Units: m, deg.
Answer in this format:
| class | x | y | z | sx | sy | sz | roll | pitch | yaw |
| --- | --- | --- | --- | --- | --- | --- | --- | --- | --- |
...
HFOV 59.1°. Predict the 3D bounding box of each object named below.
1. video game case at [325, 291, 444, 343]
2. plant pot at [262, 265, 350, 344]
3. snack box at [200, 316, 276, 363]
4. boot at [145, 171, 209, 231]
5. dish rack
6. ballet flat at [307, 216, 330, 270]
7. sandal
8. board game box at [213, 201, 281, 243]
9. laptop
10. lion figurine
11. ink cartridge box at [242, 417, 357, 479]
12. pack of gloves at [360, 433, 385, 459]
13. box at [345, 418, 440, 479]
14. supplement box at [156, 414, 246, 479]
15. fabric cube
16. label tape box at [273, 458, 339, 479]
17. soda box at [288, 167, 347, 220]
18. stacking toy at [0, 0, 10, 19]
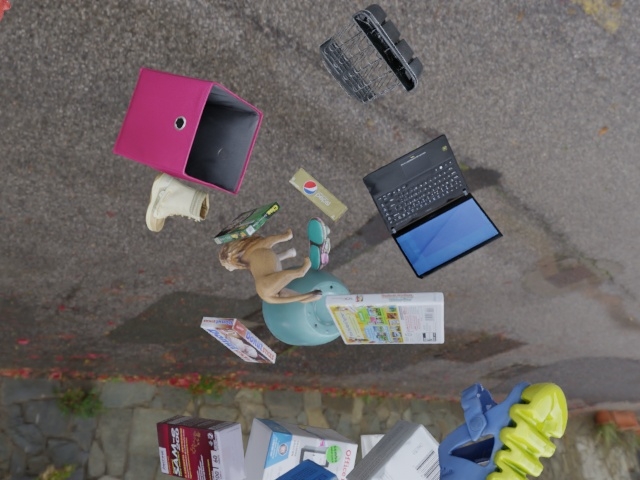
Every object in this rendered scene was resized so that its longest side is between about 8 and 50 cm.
| class | x | y | z | sx | sy | sz | roll | pitch | yaw |
| --- | --- | --- | --- | --- | --- | --- | --- | --- | --- |
| video game case | 0.131 | 0.153 | 1.082 | 0.207 | 0.026 | 0.227 | -3 | 152 | 11 |
| plant pot | -0.024 | 0.232 | 1.966 | 0.293 | 0.292 | 0.235 | 10 | 173 | -26 |
| snack box | -0.144 | 0.182 | 1.018 | 0.064 | 0.022 | 0.178 | 0 | 150 | 22 |
| boot | -0.520 | -0.107 | 2.063 | 0.204 | 0.095 | 0.261 | 23 | 125 | 0 |
| dish rack | 0.102 | -0.419 | 1.332 | 0.208 | 0.074 | 0.272 | 49 | 153 | -18 |
| ballet flat | 0.000 | 0.000 | 1.897 | 0.077 | 0.079 | 0.221 | 26 | 134 | 31 |
| sandal | 0.220 | 0.328 | 0.798 | 0.138 | 0.317 | 0.126 | 15 | 153 | 52 |
| board game box | -0.226 | -0.050 | 1.696 | 0.030 | 0.136 | 0.260 | 55 | 153 | -14 |
| laptop | 0.273 | -0.084 | 1.388 | 0.234 | 0.136 | 0.264 | -28 | 109 | 1 |
| lion figurine | -0.166 | 0.092 | 1.764 | 0.240 | 0.392 | 0.142 | -18 | 124 | -16 |
| ink cartridge box | -0.065 | 0.655 | 1.656 | 0.270 | 0.198 | 0.197 | 15 | 169 | -21 |
| pack of gloves | 0.198 | 0.600 | 1.391 | 0.195 | 0.231 | 0.046 | 7 | 160 | -18 |
| box | 0.186 | 0.505 | 1.178 | 0.182 | 0.181 | 0.119 | -41 | 179 | -19 |
| supplement box | -0.289 | 0.499 | 1.351 | 0.240 | 0.130 | 0.073 | -10 | 176 | 40 |
| fabric cube | -0.361 | -0.299 | 1.564 | 0.258 | 0.253 | 0.259 | 19 | 180 | 26 |
| label tape box | -0.041 | 0.539 | 0.827 | 0.241 | 0.333 | 0.106 | -21 | -174 | -30 |
| soda box | -0.006 | -0.134 | 1.678 | 0.058 | 0.181 | 0.061 | -49 | 172 | 1 |
| stacking toy | -0.790 | -0.483 | 1.125 | 0.309 | 0.130 | 0.280 | 42 | 140 | -12 |
